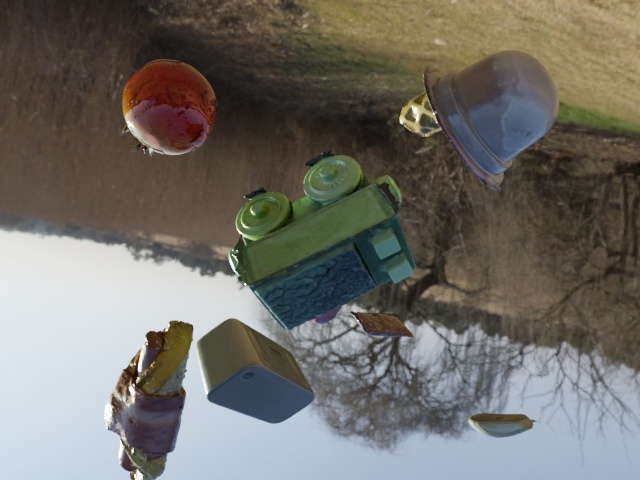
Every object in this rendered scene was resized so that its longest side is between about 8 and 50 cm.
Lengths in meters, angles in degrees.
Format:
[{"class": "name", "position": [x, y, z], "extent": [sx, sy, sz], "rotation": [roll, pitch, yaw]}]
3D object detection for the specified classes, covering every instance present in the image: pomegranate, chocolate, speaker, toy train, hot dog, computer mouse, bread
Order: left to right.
[{"class": "hot dog", "position": [-0.247, 0.231, 0.756], "extent": [0.093, 0.262, 0.123], "rotation": [8, -175, -37]}, {"class": "pomegranate", "position": [-0.344, -0.289, 1.216], "extent": [0.235, 0.210, 0.210], "rotation": [-35, 155, 25]}, {"class": "speaker", "position": [-0.190, 0.393, 1.610], "extent": [0.406, 0.183, 0.184], "rotation": [46, -170, -51]}, {"class": "toy train", "position": [0.000, 0.000, 0.785], "extent": [0.271, 0.188, 0.159], "rotation": [-26, 137, 3]}, {"class": "bread", "position": [0.375, -0.402, 1.591], "extent": [0.152, 0.130, 0.267], "rotation": [-30, -172, -41]}, {"class": "chocolate", "position": [0.258, -0.195, 0.776], "extent": [0.147, 0.221, 0.221], "rotation": [-31, 157, 26]}, {"class": "computer mouse", "position": [0.502, 0.511, 1.489], "extent": [0.181, 0.056, 0.089], "rotation": [-10, -179, 26]}]

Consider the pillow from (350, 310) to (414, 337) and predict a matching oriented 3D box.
[{"class": "pillow", "position": [0.174, 0.241, 1.550], "extent": [0.185, 0.043, 0.118], "rotation": [13, -158, -31]}]

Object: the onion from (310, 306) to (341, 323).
[{"class": "onion", "position": [0.004, 0.043, 1.264], "extent": [0.120, 0.283, 0.227], "rotation": [25, -166, -31]}]
